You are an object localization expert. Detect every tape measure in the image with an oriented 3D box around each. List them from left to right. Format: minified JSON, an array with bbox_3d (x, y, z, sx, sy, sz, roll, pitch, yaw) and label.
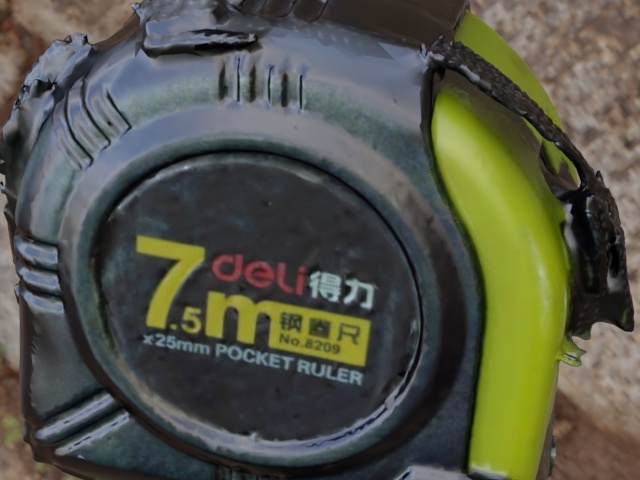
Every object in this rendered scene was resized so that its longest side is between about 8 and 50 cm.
[{"bbox_3d":[0.000,0.000,0.490,0.199,0.186,0.112,10,33,6],"label":"tape measure"}]
